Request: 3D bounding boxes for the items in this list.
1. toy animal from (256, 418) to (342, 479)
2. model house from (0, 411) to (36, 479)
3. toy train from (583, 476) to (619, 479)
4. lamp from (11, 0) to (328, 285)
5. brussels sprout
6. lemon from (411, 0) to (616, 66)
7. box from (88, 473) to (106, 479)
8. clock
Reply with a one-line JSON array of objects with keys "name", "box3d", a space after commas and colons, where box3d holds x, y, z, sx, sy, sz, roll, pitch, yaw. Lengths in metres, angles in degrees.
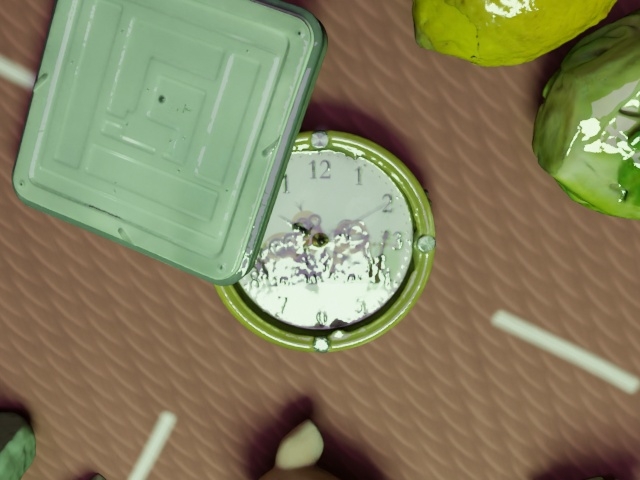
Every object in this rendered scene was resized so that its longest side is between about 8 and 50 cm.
[{"name": "toy animal", "box3d": [0.015, 0.339, 0.803, 0.154, 0.166, 0.250, -36, 112, 26]}, {"name": "model house", "box3d": [-0.456, 0.370, 0.812, 0.267, 0.194, 0.325, 2, 107, 2]}, {"name": "toy train", "box3d": [0.294, 0.320, 0.775, 0.125, 0.194, 0.081, -15, 100, -1]}, {"name": "lamp", "box3d": [-0.152, -0.122, 0.715, 0.266, 0.047, 0.269, 21, 102, 11]}, {"name": "brussels sprout", "box3d": [0.311, -0.107, 0.689, 0.223, 0.161, 0.223, 3, 127, 4]}, {"name": "lemon", "box3d": [0.170, -0.242, 0.641, 0.193, 0.180, 0.181, -7, 105, 29]}, {"name": "box", "box3d": [-0.331, 0.348, 0.872, 0.207, 0.050, 0.041, -33, 103, 9]}, {"name": "clock", "box3d": [0.000, 0.000, 0.772, 0.237, 0.057, 0.237, 0, 104, -1]}]
